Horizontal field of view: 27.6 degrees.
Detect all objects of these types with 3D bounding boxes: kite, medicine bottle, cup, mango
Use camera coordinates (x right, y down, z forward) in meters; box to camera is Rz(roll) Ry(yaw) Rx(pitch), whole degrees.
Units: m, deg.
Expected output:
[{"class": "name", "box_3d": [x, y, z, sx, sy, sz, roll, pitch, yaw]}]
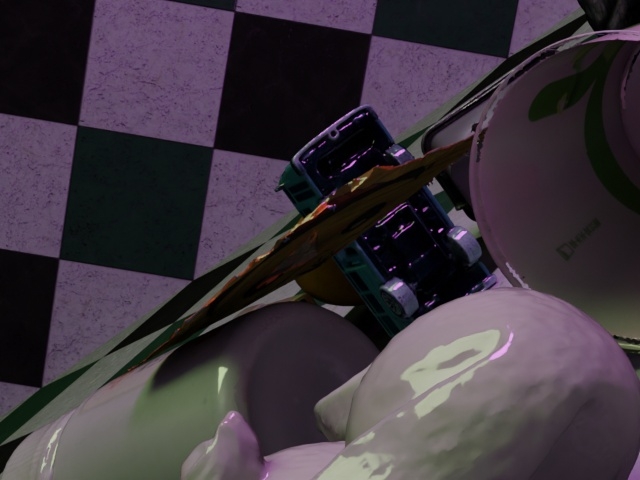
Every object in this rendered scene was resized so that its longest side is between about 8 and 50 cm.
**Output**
[{"class": "kite", "box_3d": [0.001, 0.002, 1.080, 0.378, 0.013, 0.327, -34, -7, -5]}, {"class": "medicine bottle", "box_3d": [-0.113, 0.204, 1.150, 0.371, 0.211, 0.211, -28, 11, 43]}, {"class": "cup", "box_3d": [0.290, -0.075, 1.054, 0.253, 0.253, 0.274, -29, 2, 41]}, {"class": "mango", "box_3d": [0.048, 0.006, 1.708, 0.176, 0.119, 0.317, -57, -22, 15]}]

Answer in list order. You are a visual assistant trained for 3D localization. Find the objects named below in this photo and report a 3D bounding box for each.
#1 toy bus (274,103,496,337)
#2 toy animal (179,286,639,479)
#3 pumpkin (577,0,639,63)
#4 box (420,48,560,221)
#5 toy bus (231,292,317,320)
[{"class": "toy bus", "box_3d": [0.068, -0.017, 1.513, 0.128, 0.256, 0.147, -38, 5, -17]}, {"class": "toy animal", "box_3d": [0.069, 0.137, 0.792, 0.265, 0.206, 0.271, -38, 5, 14]}, {"class": "pumpkin", "box_3d": [0.452, -0.315, 1.658, 0.296, 0.296, 0.296, -35, 8, 6]}, {"class": "box", "box_3d": [0.264, -0.120, 1.685, 0.243, 0.163, 0.135, -34, 17, 7]}, {"class": "toy bus", "box_3d": [-0.058, 0.132, 1.711, 0.091, 0.103, 0.182, -39, 8, -25]}]
